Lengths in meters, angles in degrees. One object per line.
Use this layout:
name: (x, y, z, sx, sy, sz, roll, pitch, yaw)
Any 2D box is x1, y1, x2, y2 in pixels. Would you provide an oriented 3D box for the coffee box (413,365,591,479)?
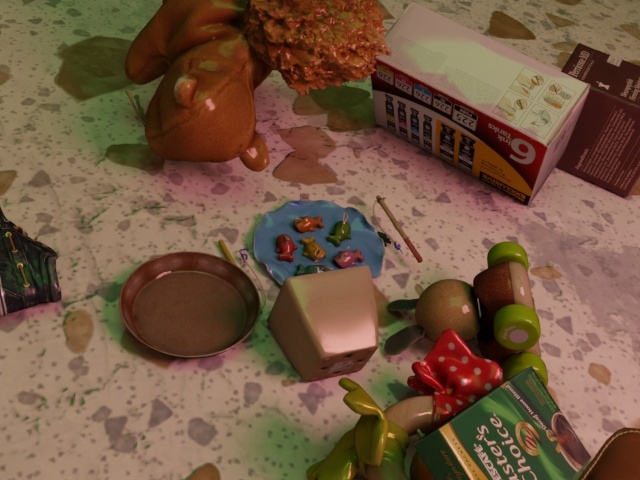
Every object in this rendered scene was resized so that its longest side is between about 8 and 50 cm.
coffee box: (0.179, 0.202, 0.671, 0.184, 0.040, 0.113, -13, 67, -46)

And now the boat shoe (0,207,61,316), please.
boat shoe: (-0.368, 0.011, 0.852, 0.083, 0.065, 0.183, -9, 54, -26)

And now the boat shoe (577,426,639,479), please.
boat shoe: (0.269, 0.288, 0.654, 0.123, 0.120, 0.324, -6, 28, 39)

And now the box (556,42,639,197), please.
box: (0.505, -0.217, 1.254, 0.203, 0.167, 0.168, 27, 44, 14)

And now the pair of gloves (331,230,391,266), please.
pair of gloves: (0.059, 0.005, 1.010, 0.074, 0.010, 0.083, 22, 41, 13)

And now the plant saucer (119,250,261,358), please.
plant saucer: (-0.158, 0.081, 0.855, 0.168, 0.029, 0.168, 9, 42, -8)

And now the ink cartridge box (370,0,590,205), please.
ink cartridge box: (0.248, -0.203, 1.164, 0.309, 0.272, 0.130, 32, 76, 19)

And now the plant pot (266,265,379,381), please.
plant pot: (0.011, 0.104, 0.827, 0.109, 0.109, 0.096, -8, 59, -23)

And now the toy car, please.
toy car: (0.175, 0.103, 0.881, 0.188, 0.149, 0.155, -9, 32, 15)

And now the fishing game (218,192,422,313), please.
fishing game: (0.000, 0.000, 0.968, 0.264, 0.041, 0.189, -13, 51, -20)

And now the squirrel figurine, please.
squirrel figurine: (-0.111, -0.290, 1.026, 0.397, 0.281, 0.370, -18, 46, 22)

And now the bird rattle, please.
bird rattle: (0.118, 0.218, 0.728, 0.253, 0.143, 0.207, -5, 44, -39)
